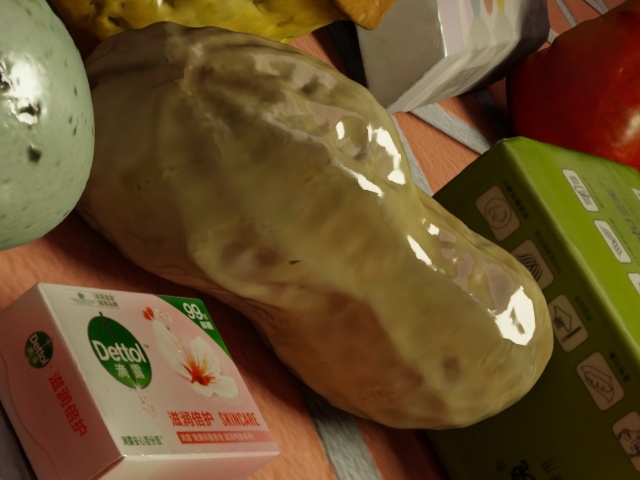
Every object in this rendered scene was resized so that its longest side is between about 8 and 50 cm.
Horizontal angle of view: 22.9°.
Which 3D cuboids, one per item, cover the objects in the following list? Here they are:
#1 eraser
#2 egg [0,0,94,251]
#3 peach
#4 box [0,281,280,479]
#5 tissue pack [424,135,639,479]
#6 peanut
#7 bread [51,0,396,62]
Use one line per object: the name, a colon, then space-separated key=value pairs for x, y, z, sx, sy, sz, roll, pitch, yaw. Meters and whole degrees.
eraser: x=0.122 y=-0.233 z=1.419 sx=0.397 sy=0.082 sz=0.213 roll=-28 pitch=109 yaw=-68
egg: x=-0.154 y=-0.058 z=0.632 sx=0.131 sy=0.131 sz=0.164 roll=63 pitch=11 yaw=27
peach: x=0.315 y=-0.155 z=1.544 sx=0.281 sy=0.281 sz=0.338 roll=40 pitch=28 yaw=-28
box: x=-0.082 y=0.069 z=0.690 sx=0.125 sy=0.043 sz=0.089 roll=9 pitch=46 yaw=-61
tissue pack: x=0.174 y=0.098 z=0.986 sx=0.200 sy=0.167 sz=0.275 roll=6 pitch=50 yaw=-52
peanut: x=0.000 y=0.000 z=0.833 sx=0.313 sy=0.149 sz=0.149 roll=43 pitch=23 yaw=-28
bread: x=-0.105 y=-0.245 z=0.922 sx=0.337 sy=0.204 sz=0.358 roll=39 pitch=21 yaw=-35
